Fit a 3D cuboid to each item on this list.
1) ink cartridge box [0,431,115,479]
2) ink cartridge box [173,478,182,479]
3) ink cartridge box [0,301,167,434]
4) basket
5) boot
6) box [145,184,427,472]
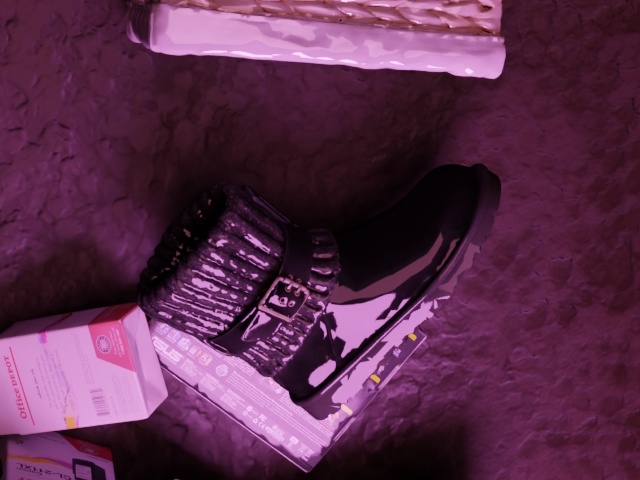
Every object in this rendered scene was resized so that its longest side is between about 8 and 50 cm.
[{"bbox_3d":[-0.291,0.274,1.502,0.127,0.175,0.072,19,100,-17],"label":"ink cartridge box"},{"bbox_3d":[-0.137,0.364,1.544,0.160,0.092,0.219,-47,153,3],"label":"ink cartridge box"},{"bbox_3d":[-0.279,0.142,1.500,0.198,0.067,0.115,-9,104,17],"label":"ink cartridge box"},{"bbox_3d":[-0.014,-0.304,1.327,0.331,0.328,0.266,1,101,-12],"label":"basket"},{"bbox_3d":[0.000,0.002,1.450,0.260,0.131,0.348,39,94,-19],"label":"boot"},{"bbox_3d":[-0.048,0.104,1.569,0.270,0.060,0.216,38,94,-19],"label":"box"}]
